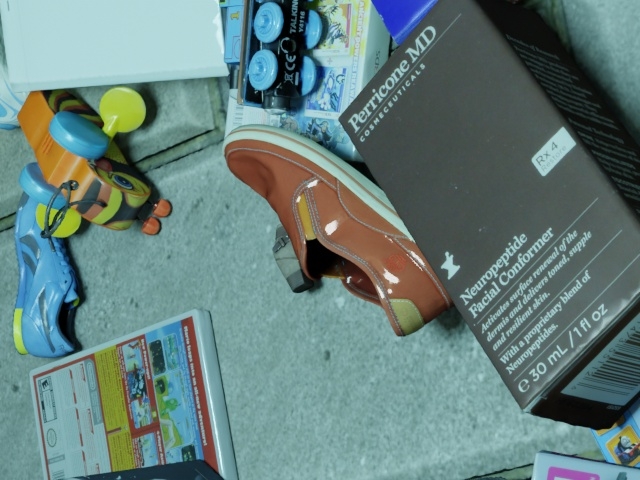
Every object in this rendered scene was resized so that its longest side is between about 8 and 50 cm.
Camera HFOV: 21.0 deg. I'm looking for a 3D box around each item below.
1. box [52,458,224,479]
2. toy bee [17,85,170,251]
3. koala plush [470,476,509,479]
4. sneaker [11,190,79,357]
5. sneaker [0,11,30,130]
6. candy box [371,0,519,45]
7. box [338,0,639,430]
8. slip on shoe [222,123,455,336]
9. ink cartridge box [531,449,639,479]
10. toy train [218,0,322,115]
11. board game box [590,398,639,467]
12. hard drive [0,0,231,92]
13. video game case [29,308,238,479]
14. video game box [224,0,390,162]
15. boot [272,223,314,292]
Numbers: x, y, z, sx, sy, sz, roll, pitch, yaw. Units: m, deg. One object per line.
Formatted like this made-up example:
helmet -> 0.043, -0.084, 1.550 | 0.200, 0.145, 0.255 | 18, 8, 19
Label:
box -> -0.145, 0.396, 1.694 | 0.343, 0.312, 0.179 | 37, 112, 31
toy bee -> -0.261, -0.062, 1.973 | 0.195, 0.162, 0.298 | -42, 36, 38
koala plush -> 0.154, 0.359, 1.564 | 0.196, 0.203, 0.221 | 20, 110, 39
sneaker -> -0.318, 0.035, 2.051 | 0.082, 0.069, 0.209 | -4, 80, 20
sneaker -> -0.417, -0.240, 2.137 | 0.086, 0.085, 0.237 | -41, 61, 24
candy box -> 0.123, -0.384, 1.688 | 0.268, 0.122, 0.317 | -41, 61, 28
box -> 0.191, -0.038, 1.560 | 0.191, 0.143, 0.381 | -49, 49, 23
slip on shoe -> 0.005, -0.016, 1.720 | 0.101, 0.123, 0.331 | -45, 55, -11
ink cartridge box -> 0.314, 0.289, 1.405 | 0.311, 0.065, 0.186 | 9, 85, 8
toy train -> -0.055, -0.221, 1.789 | 0.105, 0.080, 0.184 | 4, 89, 49
board game box -> 0.315, 0.145, 1.534 | 0.160, 0.039, 0.212 | -40, 63, 29
hard drive -> -0.228, -0.274, 1.908 | 0.307, 0.040, 0.203 | -1, 99, 33
video game case -> -0.220, 0.213, 1.972 | 0.285, 0.025, 0.204 | -21, 73, 36
video game box -> -0.013, -0.187, 1.827 | 0.187, 0.048, 0.205 | 6, 89, 42
boot -> 0.000, 0.000, 1.807 | 0.118, 0.042, 0.087 | -24, 60, 24
